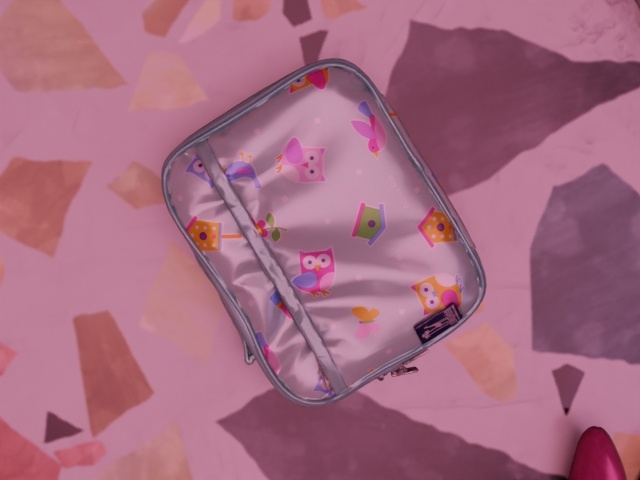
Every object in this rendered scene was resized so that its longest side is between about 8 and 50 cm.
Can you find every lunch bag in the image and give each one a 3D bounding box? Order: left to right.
[{"bbox_3d":[0.000,0.000,1.135,0.224,0.108,0.279,-31,95,-3],"label":"lunch bag"}]

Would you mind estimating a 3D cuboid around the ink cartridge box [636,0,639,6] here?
[{"bbox_3d":[0.329,-0.221,1.154,0.061,0.104,0.181,-31,94,-3],"label":"ink cartridge box"}]

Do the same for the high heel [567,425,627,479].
[{"bbox_3d":[0.218,0.291,1.186,0.117,0.082,0.244,-4,106,-14],"label":"high heel"}]

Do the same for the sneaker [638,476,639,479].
[{"bbox_3d":[0.380,0.212,1.194,0.217,0.079,0.121,-44,97,0],"label":"sneaker"}]
